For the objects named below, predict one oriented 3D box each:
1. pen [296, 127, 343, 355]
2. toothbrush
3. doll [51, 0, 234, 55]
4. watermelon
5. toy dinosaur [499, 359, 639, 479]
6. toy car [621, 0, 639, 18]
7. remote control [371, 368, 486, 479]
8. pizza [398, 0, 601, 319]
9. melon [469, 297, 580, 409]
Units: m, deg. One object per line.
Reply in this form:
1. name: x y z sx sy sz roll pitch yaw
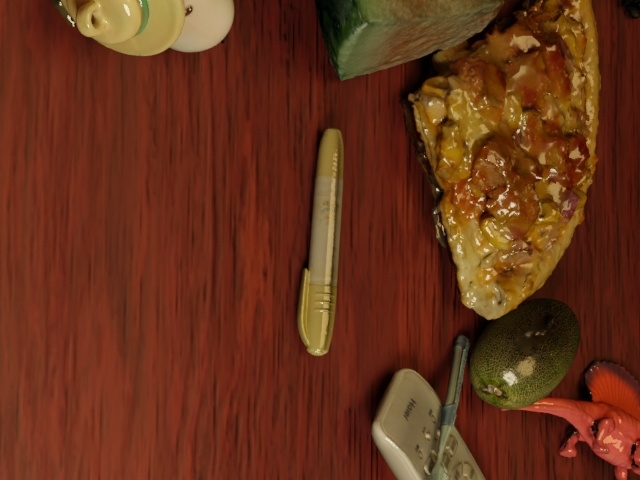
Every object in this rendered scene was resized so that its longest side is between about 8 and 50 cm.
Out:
1. pen: 0.000 0.000 1.749 0.040 0.032 0.233 5 81 -16
2. toothbrush: 0.136 0.180 1.801 0.019 0.016 0.219 50 34 -29
3. doll: -0.150 -0.301 1.593 0.208 0.144 0.271 12 82 -60
4. watermelon: 0.074 -0.305 1.759 0.302 0.151 0.264 -2 82 -42
5. toy dinosaur: 0.318 0.187 1.987 0.286 0.070 0.139 31 57 -31
6. toy car: 0.437 -0.311 2.113 0.165 0.071 0.062 -6 76 -40
7. remote control: 0.138 0.283 1.826 0.313 0.055 0.109 59 33 -23
8. pizza: 0.212 -0.119 1.890 0.278 0.114 0.409 37 62 -38
9. melon: 0.224 0.120 1.880 0.162 0.099 0.099 -40 112 -43
